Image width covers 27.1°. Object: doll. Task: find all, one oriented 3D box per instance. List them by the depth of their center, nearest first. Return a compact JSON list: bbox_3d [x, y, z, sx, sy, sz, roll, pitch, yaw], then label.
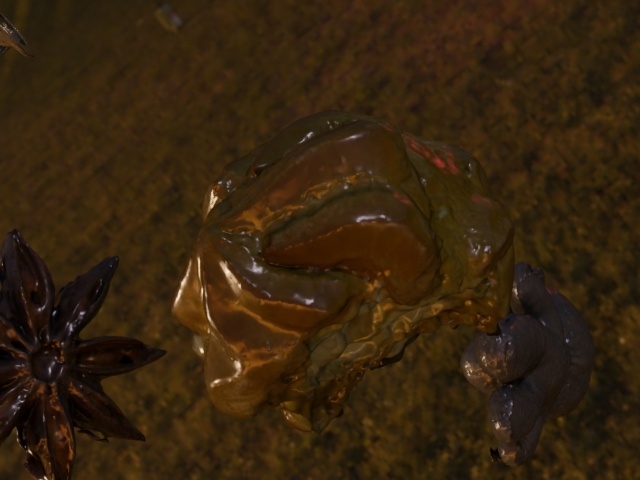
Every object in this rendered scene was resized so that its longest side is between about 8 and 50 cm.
[{"bbox_3d":[0.232,0.145,1.628,0.158,0.246,0.340,-1,8,27],"label":"doll"}]

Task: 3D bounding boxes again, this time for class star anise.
[{"bbox_3d":[-0.344,0.148,1.585,0.117,0.332,0.332,-15,33,55],"label":"star anise"}]

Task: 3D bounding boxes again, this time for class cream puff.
[{"bbox_3d":[0.004,-0.007,1.200,0.323,0.270,0.274,-33,49,-1],"label":"cream puff"}]

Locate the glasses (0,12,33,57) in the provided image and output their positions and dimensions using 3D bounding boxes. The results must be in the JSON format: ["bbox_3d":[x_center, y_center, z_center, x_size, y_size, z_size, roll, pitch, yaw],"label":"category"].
[{"bbox_3d":[-0.378,-0.139,1.361,0.189,0.088,0.221,-52,-12,-77],"label":"glasses"}]
